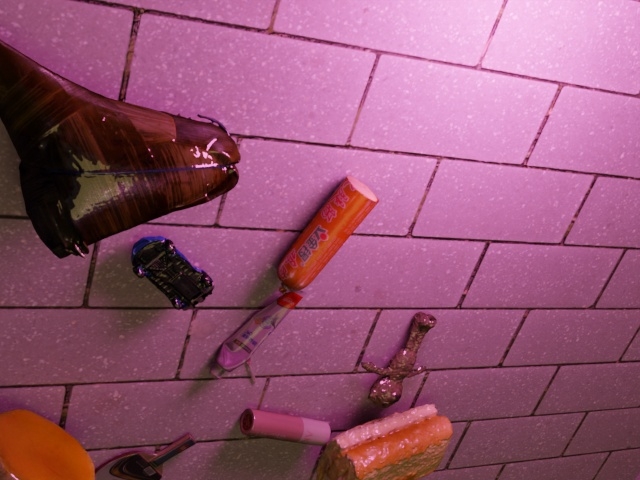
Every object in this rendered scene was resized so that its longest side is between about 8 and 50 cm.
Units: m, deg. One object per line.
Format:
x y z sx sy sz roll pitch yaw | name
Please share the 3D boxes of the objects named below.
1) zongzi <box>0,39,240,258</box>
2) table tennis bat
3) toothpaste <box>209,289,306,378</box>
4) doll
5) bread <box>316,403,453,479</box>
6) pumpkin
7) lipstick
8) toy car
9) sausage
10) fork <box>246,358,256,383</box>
-0.362 -0.225 1.430 0.404 0.208 0.432 -21 119 -18 | zongzi
-0.459 0.586 2.079 0.301 0.022 0.173 -29 132 -1 | table tennis bat
-0.156 0.223 1.941 0.301 0.048 0.075 -45 126 7 | toothpaste
0.231 0.332 2.193 0.286 0.091 0.202 -47 143 -1 | doll
0.182 0.612 2.292 0.376 0.165 0.236 -12 137 -32 | bread
-0.653 0.516 1.750 0.332 0.332 0.199 29 101 -38 | pumpkin
-0.092 0.502 2.160 0.255 0.070 0.070 18 114 -35 | lipstick
-0.321 0.064 1.731 0.103 0.063 0.216 -39 126 4 | toy car
0.000 0.000 1.820 0.093 0.093 0.312 27 109 -38 | sausage
-0.176 0.323 2.029 0.016 0.012 0.115 -18 135 -8 | fork
